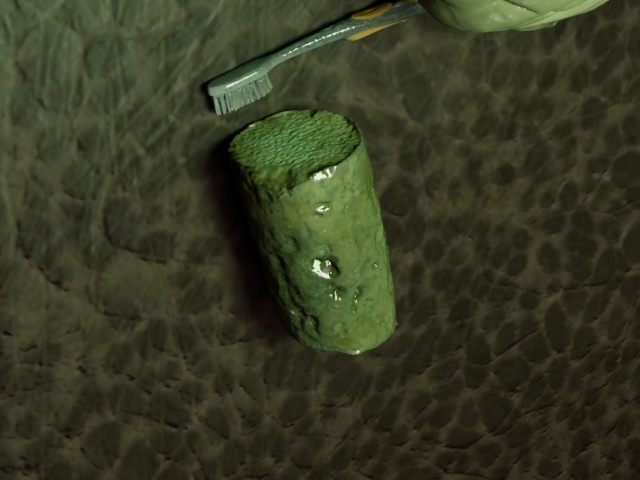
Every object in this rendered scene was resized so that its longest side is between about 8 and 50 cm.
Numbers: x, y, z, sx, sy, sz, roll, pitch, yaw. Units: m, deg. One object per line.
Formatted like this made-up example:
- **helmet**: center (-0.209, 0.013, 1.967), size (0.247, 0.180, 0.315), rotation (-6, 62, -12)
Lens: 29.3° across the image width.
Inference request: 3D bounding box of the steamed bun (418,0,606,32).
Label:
- **steamed bun**: center (0.151, -0.224, 0.916), size (0.211, 0.218, 0.144), rotation (-15, 126, 3)

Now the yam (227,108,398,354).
- **yam**: center (0.000, 0.000, 0.983), size (0.107, 0.107, 0.194), rotation (-29, 128, -20)

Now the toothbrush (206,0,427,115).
- **toothbrush**: center (0.050, -0.177, 0.980), size (0.321, 0.023, 0.031), rotation (-29, 134, -19)
